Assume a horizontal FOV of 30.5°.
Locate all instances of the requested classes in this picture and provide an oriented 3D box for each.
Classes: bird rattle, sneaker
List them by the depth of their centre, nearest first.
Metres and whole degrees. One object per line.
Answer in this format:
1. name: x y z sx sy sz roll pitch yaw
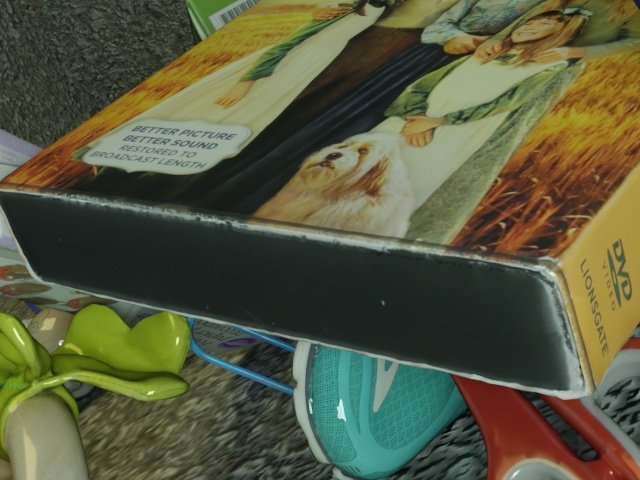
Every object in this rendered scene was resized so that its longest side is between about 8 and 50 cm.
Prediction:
1. sneaker: 0.096 0.006 0.562 0.275 0.107 0.110 -43 24 -17
2. bird rattle: -0.169 0.152 0.638 0.254 0.143 0.207 -62 32 29

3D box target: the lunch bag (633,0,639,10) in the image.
1. lunch bag: 0.249 -0.204 0.364 0.385 0.328 0.239 -37 10 13

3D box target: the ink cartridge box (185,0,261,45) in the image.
1. ink cartridge box: -0.006 -0.172 0.986 0.188 0.097 0.255 -30 -1 -5

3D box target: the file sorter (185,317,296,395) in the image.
1. file sorter: 0.000 0.000 0.702 0.170 0.104 0.118 -67 0 -62

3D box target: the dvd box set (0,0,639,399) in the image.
1. dvd box set: 0.087 -0.099 0.592 0.307 0.062 0.420 9 39 40

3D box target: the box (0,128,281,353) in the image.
1. box: -0.119 0.012 0.720 0.063 0.067 0.324 -17 -20 21

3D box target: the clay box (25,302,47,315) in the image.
1. clay box: -0.288 0.004 1.417 0.222 0.127 0.053 -31 17 29

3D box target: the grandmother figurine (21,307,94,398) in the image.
1. grandmother figurine: -0.146 0.034 1.037 0.342 0.104 0.208 -34 11 16

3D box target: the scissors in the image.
1. scissors: 0.069 0.033 0.473 0.109 0.021 0.297 -37 38 7
